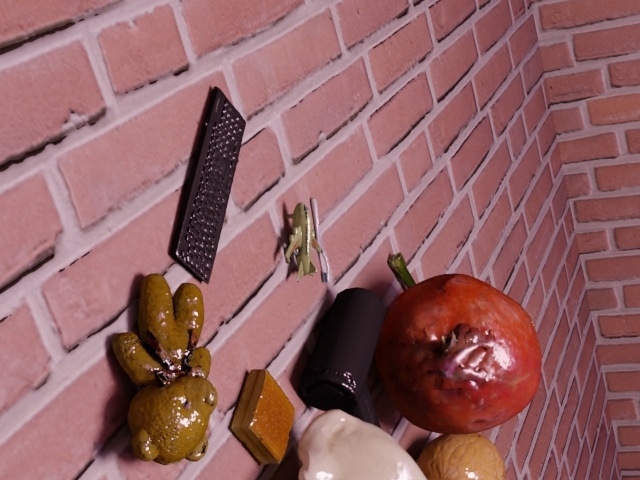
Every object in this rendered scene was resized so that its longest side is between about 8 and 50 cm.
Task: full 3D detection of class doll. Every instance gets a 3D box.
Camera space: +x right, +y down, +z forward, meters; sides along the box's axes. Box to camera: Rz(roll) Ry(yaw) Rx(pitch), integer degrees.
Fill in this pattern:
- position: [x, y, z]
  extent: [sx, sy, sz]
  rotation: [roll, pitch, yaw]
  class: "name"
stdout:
- position: [-0.155, 0.136, 1.065]
  extent: [0.137, 0.097, 0.209]
  rotation: [23, 59, -54]
  class: "doll"

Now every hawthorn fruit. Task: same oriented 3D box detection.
- position: [0.209, 0.175, 1.564]
  extent: [0.307, 0.276, 0.276]
  rotation: [35, 53, -70]
  class: "hawthorn fruit"

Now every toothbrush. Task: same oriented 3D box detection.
- position: [0.000, 0.000, 1.492]
  extent: [0.011, 0.013, 0.131]
  rotation: [-20, 101, -73]
  class: "toothbrush"

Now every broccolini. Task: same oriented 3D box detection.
- position: [0.173, 0.123, 1.806]
  extent: [0.057, 0.071, 0.254]
  rotation: [-40, 123, -10]
  class: "broccolini"

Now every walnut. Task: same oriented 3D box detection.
- position: [0.244, 0.416, 1.731]
  extent: [0.197, 0.165, 0.165]
  rotation: [10, 76, -60]
  class: "walnut"

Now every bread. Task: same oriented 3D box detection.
- position: [-0.072, 0.228, 1.272]
  extent: [0.094, 0.035, 0.090]
  rotation: [59, 35, -40]
  class: "bread"

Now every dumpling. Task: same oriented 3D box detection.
- position: [0.055, 0.396, 1.320]
  extent: [0.243, 0.187, 0.318]
  rotation: [-58, 138, -56]
  class: "dumpling"

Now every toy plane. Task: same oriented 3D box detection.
- position: [-0.027, 0.002, 1.405]
  extent: [0.102, 0.040, 0.111]
  rotation: [-16, 98, -65]
  class: "toy plane"

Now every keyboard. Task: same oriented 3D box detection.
- position: [-0.137, -0.073, 1.228]
  extent: [0.087, 0.017, 0.250]
  rotation: [51, 41, -49]
  class: "keyboard"

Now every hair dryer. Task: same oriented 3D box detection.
- position: [0.051, 0.222, 1.493]
  extent: [0.197, 0.089, 0.251]
  rotation: [-69, 152, -47]
  class: "hair dryer"
